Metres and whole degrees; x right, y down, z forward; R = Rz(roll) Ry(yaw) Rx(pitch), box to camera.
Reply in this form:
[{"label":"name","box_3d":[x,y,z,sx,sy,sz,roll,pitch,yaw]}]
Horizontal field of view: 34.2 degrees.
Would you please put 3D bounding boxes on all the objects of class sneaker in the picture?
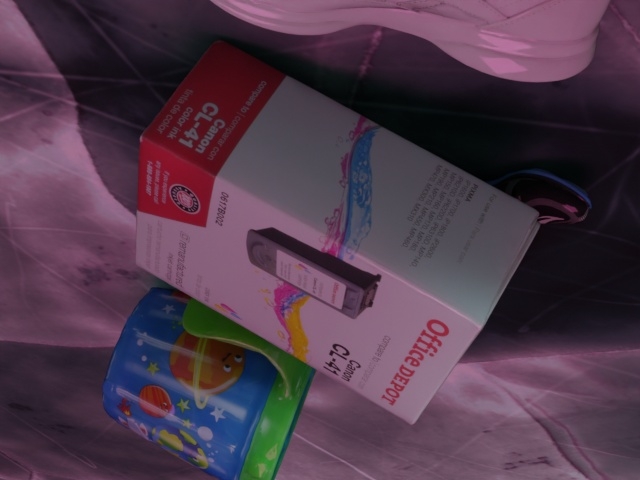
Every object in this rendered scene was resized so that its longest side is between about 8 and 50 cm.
[{"label":"sneaker","box_3d":[0.154,-0.018,0.951,0.188,0.078,0.067,-5,147,25]},{"label":"sneaker","box_3d":[0.048,-0.202,0.668,0.305,0.114,0.152,9,137,-6]}]

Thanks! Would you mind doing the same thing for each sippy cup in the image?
[{"label":"sippy cup","box_3d":[-0.130,0.168,1.243,0.224,0.240,0.306,20,112,4]}]

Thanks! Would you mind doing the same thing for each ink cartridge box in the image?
[{"label":"ink cartridge box","box_3d":[0.000,0.000,0.899,0.306,0.131,0.226,30,149,7]}]
